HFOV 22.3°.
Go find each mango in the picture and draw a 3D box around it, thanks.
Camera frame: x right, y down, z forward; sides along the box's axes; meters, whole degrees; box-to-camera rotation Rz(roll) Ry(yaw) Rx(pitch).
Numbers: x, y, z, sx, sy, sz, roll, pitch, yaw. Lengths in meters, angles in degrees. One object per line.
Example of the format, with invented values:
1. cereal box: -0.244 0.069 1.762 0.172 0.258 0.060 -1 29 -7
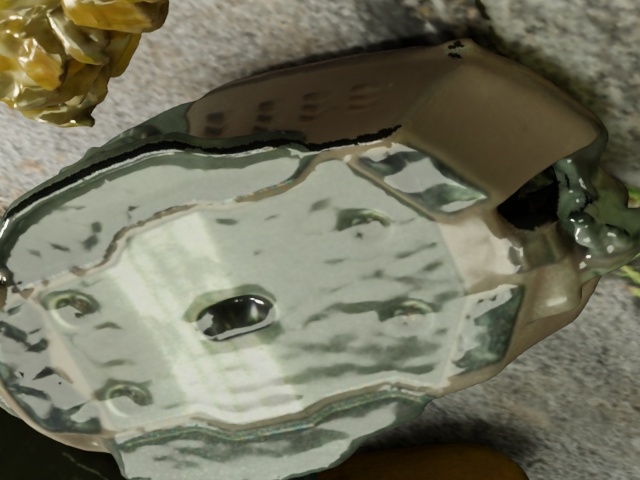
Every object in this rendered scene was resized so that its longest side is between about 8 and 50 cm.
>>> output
1. mango: 0.035 0.195 1.022 0.227 0.147 0.109 -34 127 24

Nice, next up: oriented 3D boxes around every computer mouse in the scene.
1. computer mouse: -0.001 -0.004 0.775 0.389 0.115 0.199 -16 125 14

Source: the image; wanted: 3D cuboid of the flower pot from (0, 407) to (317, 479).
1. flower pot: -0.111 0.127 0.940 0.189 0.157 0.243 -41 107 6

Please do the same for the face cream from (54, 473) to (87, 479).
1. face cream: -0.185 0.159 1.094 0.149 0.104 0.149 11 146 8

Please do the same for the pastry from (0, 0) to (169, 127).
1. pastry: -0.104 -0.142 0.615 0.154 0.102 0.250 37 146 -8
